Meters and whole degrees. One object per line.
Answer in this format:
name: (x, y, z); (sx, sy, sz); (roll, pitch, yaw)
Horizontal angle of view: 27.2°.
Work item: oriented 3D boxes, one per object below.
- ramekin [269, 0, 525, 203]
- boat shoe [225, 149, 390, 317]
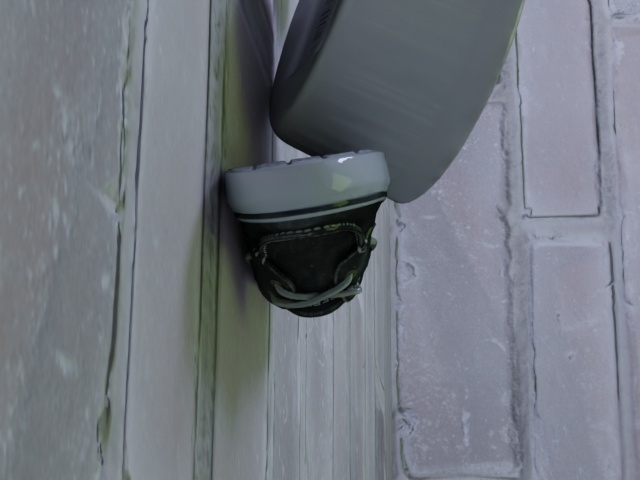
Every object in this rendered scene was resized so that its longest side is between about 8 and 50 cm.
ramekin: (0.059, -0.183, 1.149); (0.277, 0.135, 0.277); (-159, -90, -77)
boat shoe: (0.000, 0.000, 1.034); (0.335, 0.121, 0.119); (35, 50, -85)
